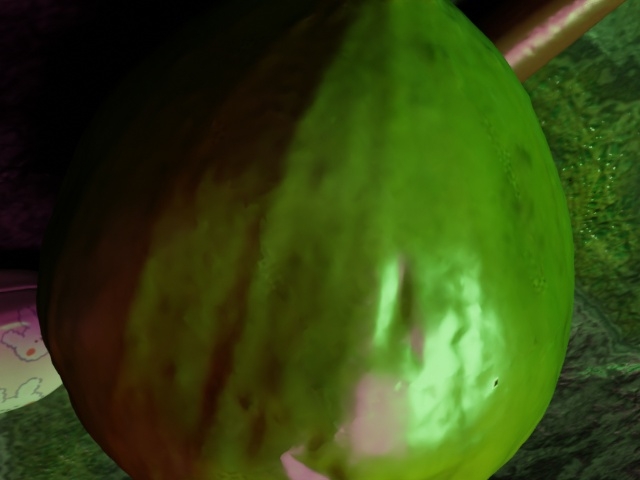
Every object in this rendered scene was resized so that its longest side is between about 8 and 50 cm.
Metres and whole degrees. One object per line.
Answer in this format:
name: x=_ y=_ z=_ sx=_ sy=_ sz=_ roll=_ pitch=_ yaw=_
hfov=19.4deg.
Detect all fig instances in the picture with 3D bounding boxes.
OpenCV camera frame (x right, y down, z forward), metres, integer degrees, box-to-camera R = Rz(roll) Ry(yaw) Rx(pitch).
fig: x=-0.003 y=-0.002 z=1.119 sx=0.343 sy=0.343 sz=0.343 roll=-16 pitch=145 yaw=-11

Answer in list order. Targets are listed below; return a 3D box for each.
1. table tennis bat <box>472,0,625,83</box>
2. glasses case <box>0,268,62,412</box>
table tennis bat: x=0.258 y=-0.232 z=1.185 sx=0.414 sy=0.051 sz=0.268 roll=-37 pitch=144 yaw=14
glasses case: x=-0.303 y=0.080 z=1.243 sx=0.296 sy=0.075 sz=0.113 roll=-8 pitch=141 yaw=-23
